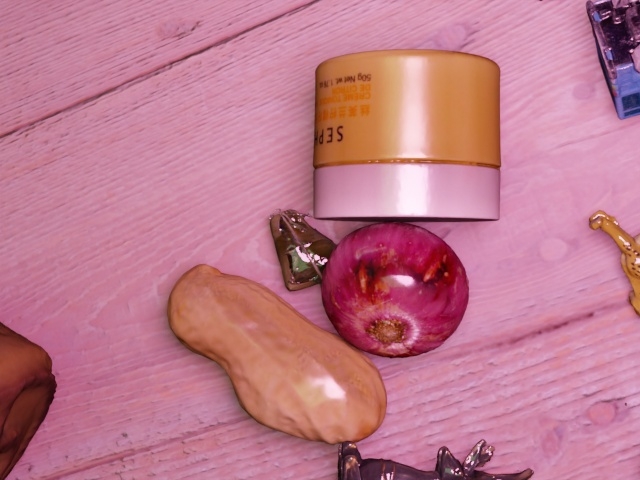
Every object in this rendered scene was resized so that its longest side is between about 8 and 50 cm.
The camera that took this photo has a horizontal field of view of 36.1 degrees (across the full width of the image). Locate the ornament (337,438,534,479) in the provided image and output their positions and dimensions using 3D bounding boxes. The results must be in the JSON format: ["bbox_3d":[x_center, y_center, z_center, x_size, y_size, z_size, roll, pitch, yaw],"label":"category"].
[{"bbox_3d":[0.140,0.329,1.199,0.236,0.080,0.202,-1,123,0],"label":"ornament"}]

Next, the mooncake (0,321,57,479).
[{"bbox_3d":[-0.524,0.250,1.218,0.246,0.393,0.394,38,133,11],"label":"mooncake"}]

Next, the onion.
[{"bbox_3d":[0.088,0.058,1.180,0.177,0.177,0.153,-35,43,12],"label":"onion"}]

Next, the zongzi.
[{"bbox_3d":[0.000,0.000,1.259,0.119,0.055,0.109,-16,85,2],"label":"zongzi"}]

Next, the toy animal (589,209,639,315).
[{"bbox_3d":[0.409,-0.012,1.149,0.181,0.073,0.136,-38,89,-1],"label":"toy animal"}]

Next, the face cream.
[{"bbox_3d":[0.100,-0.113,1.143,0.218,0.218,0.179,0,89,14],"label":"face cream"}]

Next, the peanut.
[{"bbox_3d":[-0.063,0.151,1.231,0.319,0.147,0.148,32,98,14],"label":"peanut"}]

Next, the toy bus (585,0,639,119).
[{"bbox_3d":[0.431,-0.233,1.099,0.234,0.133,0.116,-15,56,14],"label":"toy bus"}]
